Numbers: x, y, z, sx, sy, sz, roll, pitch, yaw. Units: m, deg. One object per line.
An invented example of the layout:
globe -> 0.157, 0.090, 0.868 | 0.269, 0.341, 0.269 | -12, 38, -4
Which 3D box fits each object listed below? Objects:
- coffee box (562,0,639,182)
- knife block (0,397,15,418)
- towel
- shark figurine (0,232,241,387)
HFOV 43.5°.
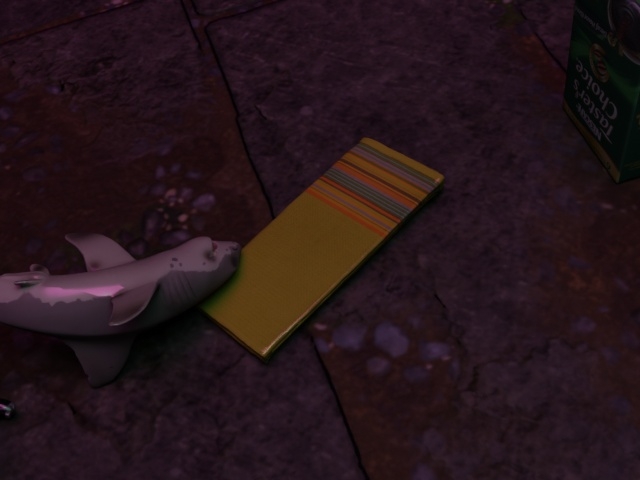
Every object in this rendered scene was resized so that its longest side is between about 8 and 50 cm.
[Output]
coffee box -> 0.254, -0.147, 0.681 | 0.040, 0.184, 0.113 | -19, 55, -2
knife block -> -0.391, 0.147, 0.619 | 0.275, 0.088, 0.242 | -28, 54, -13
towel -> 0.000, 0.000, 0.715 | 0.102, 0.021, 0.237 | 32, 65, 33
shark figurine -> -0.210, 0.063, 0.649 | 0.278, 0.116, 0.166 | 0, 26, 3
